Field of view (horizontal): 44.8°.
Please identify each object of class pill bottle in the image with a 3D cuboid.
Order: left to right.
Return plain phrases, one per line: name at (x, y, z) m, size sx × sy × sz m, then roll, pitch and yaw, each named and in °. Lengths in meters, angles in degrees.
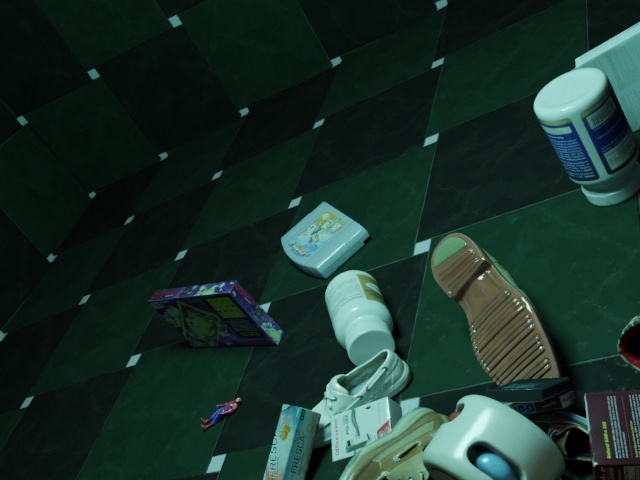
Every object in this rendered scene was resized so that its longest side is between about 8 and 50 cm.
pill bottle at (0.091, 0.175, 1.722) m, size 0.131 × 0.131 × 0.229 m, roll -34°, pitch 28°, yaw 9°
pill bottle at (0.559, -0.207, 1.597) m, size 0.153 × 0.265 × 0.153 m, roll -28°, pitch 29°, yaw 17°

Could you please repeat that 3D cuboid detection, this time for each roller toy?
roller toy at (0.259, 0.347, 1.196) m, size 0.146 × 0.191 × 0.209 m, roll -49°, pitch 29°, yaw -18°

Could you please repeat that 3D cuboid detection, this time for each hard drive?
hard drive at (0.335, 0.240, 1.247) m, size 0.094 × 0.022 × 0.135 m, roll -11°, pitch -7°, yaw 36°

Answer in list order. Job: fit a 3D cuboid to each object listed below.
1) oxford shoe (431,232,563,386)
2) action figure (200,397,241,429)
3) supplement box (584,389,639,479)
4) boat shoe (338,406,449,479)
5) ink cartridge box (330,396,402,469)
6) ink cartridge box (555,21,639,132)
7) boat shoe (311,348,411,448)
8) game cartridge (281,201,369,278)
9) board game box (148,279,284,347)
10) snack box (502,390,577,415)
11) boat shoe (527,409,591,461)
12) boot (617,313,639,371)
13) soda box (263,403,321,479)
oxford shoe at (0.354, 0.146, 1.451) m, size 0.140 × 0.146 × 0.397 m, roll -45°, pitch 45°, yaw 24°
action figure at (-0.238, 0.412, 1.871) m, size 0.115 × 0.030 × 0.038 m, roll -33°, pitch 23°, yaw 7°
supplement box at (0.499, 0.276, 1.079) m, size 0.239 × 0.073 × 0.130 m, roll -6°, pitch 37°, yaw 18°
boat shoe at (0.137, 0.391, 1.292) m, size 0.116 × 0.123 × 0.324 m, roll 8°, pitch 32°, yaw 40°
ink cartridge box at (0.089, 0.371, 1.487) m, size 0.135 × 0.056 × 0.099 m, roll -25°, pitch 45°, yaw 24°
ink cartridge box at (0.656, -0.333, 1.715) m, size 0.224 × 0.223 × 0.045 m, roll -29°, pitch 29°, yaw 14°
boat shoe at (0.050, 0.317, 1.593) m, size 0.277 × 0.096 × 0.098 m, roll -38°, pitch 31°, yaw 2°
game cartridge at (0.000, 0.000, 2.182) m, size 0.198 × 0.062 × 0.297 m, roll -38°, pitch 27°, yaw -8°
board game box at (-0.279, 0.200, 2.044) m, size 0.346 × 0.208 × 0.056 m, roll -9°, pitch 36°, yaw 42°
snack box at (0.330, 0.279, 1.293) m, size 0.178 × 0.064 × 0.022 m, roll -21°, pitch 76°, yaw 36°
boat shoe at (0.388, 0.307, 1.213) m, size 0.066 × 0.066 × 0.183 m, roll -5°, pitch -1°, yaw -45°
boot at (0.636, 0.091, 1.100) m, size 0.284 × 0.138 × 0.377 m, roll -30°, pitch 15°, yaw -35°
soda box at (-0.059, 0.422, 1.536) m, size 0.058 × 0.063 × 0.183 m, roll -4°, pitch 66°, yaw 47°
